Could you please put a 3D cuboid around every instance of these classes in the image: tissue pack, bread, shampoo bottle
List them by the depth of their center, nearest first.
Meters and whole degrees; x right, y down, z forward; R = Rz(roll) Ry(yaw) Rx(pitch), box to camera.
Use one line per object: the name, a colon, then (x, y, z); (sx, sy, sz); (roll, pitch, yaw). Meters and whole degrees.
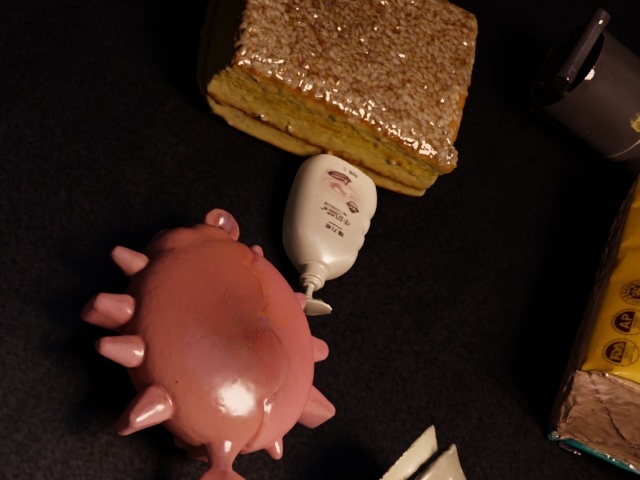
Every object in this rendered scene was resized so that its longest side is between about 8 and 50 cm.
shampoo bottle: (0.000, 0.000, 1.434); (0.077, 0.045, 0.152); (33, 49, -17)
bread: (0.013, -0.157, 1.504); (0.234, 0.110, 0.184); (24, 54, -21)
tissue pack: (0.330, 0.083, 1.536); (0.192, 0.134, 0.271); (20, 48, 5)

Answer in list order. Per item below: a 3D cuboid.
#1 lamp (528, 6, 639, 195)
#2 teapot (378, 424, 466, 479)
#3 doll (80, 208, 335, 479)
lamp: (0.288, -0.124, 1.656); (0.227, 0.172, 0.147); (35, 82, -20)
teapot: (0.139, 0.263, 1.297); (0.251, 0.183, 0.183); (42, 44, 10)
doll: (-0.077, 0.086, 1.287); (0.211, 0.093, 0.262); (13, 55, -34)
